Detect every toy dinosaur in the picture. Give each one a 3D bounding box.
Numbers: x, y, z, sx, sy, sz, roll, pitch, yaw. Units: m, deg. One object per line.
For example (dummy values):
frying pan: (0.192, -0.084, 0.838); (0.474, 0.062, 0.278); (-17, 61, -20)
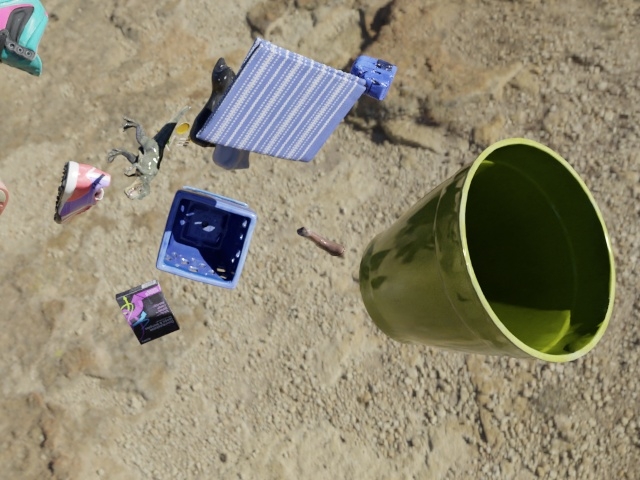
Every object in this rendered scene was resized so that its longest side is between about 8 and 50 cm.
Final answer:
toy dinosaur: (-0.382, -0.199, 1.510); (0.118, 0.064, 0.268); (20, 63, -1)

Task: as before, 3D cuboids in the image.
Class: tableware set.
tableware set: (-0.439, -0.318, 2.152); (0.154, 0.104, 0.024); (-6, 52, -51)

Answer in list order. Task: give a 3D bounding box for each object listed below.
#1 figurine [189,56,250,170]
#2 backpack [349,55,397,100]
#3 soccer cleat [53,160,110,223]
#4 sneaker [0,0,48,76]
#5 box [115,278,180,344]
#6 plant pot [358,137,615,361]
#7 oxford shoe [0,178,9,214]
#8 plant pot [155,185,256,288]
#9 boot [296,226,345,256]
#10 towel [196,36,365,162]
figurine: (-0.213, -0.295, 1.633); (0.092, 0.210, 0.215); (-1, 29, -36)
backpack: (0.139, -0.453, 1.953); (0.120, 0.098, 0.101); (23, 45, -1)
soccer cleat: (-0.655, -0.116, 1.916); (0.116, 0.318, 0.109); (9, 67, -23)
sneaker: (-0.632, -0.363, 1.359); (0.296, 0.178, 0.123); (-53, 22, -6)
box: (-0.456, 0.191, 1.864); (0.116, 0.162, 0.029); (-22, 31, -4)
plant pot: (0.263, 0.052, 1.265); (0.353, 0.366, 0.367); (-24, 30, 54)
oxford shoe: (-1.012, -0.076, 2.004); (0.397, 0.140, 0.147); (-42, 64, 26)
plant pot: (-0.325, -0.024, 2.009); (0.235, 0.236, 0.212); (16, 13, -13)
boot: (0.000, 0.000, 1.904); (0.106, 0.114, 0.037); (13, 73, 40)
towel: (-0.073, -0.280, 1.474); (0.243, 0.335, 0.040); (-52, 56, 25)
